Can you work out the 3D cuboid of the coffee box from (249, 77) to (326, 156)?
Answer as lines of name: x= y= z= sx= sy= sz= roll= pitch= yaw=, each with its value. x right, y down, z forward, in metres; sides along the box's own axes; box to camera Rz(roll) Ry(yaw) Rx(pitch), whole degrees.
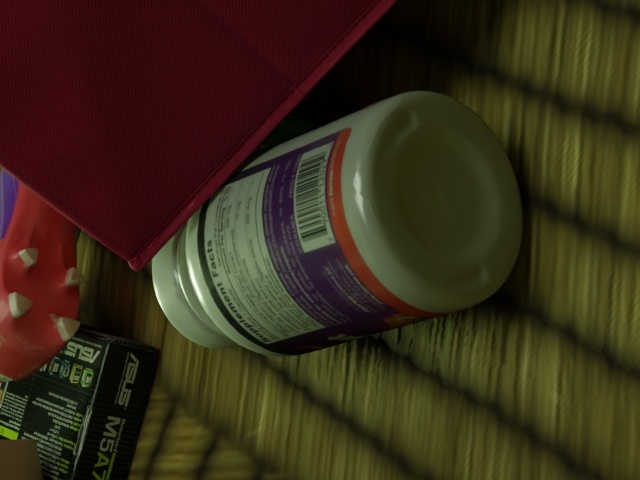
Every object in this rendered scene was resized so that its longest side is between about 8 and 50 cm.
coffee box: x=-0.067 y=-0.088 z=1.109 sx=0.184 sy=0.040 sz=0.113 roll=-27 pitch=54 yaw=45

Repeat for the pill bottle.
pill bottle: x=0.000 y=0.000 z=0.927 sx=0.193 sy=0.108 sz=0.108 roll=-19 pitch=62 yaw=49

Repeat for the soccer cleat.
soccer cleat: x=-0.185 y=-0.020 z=1.172 sx=0.095 sy=0.083 sz=0.248 roll=-29 pitch=42 yaw=37

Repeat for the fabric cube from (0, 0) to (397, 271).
fabric cube: x=-0.122 y=-0.194 z=0.952 sx=0.259 sy=0.258 sz=0.254 roll=-46 pitch=26 yaw=9

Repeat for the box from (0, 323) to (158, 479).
box: x=-0.190 y=0.139 z=1.180 sx=0.190 sy=0.045 sz=0.184 roll=10 pitch=87 yaw=53

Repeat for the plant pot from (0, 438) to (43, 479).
plant pot: x=-0.223 y=0.189 z=1.087 sx=0.109 sy=0.109 sz=0.096 roll=-46 pitch=56 yaw=31
